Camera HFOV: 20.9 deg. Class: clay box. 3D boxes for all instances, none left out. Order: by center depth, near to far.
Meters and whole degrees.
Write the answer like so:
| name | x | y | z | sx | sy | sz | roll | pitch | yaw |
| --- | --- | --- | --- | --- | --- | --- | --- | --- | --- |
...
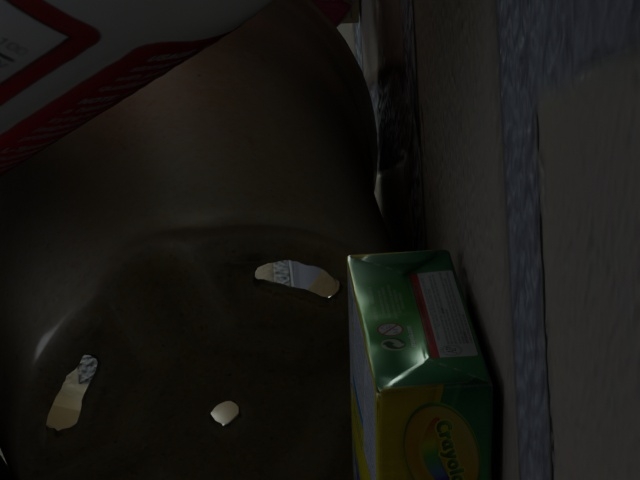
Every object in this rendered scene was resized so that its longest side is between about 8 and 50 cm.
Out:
| name | x | y | z | sx | sy | sz | roll | pitch | yaw |
| --- | --- | --- | --- | --- | --- | --- | --- | --- | --- |
| clay box | 0.044 | 0.131 | 0.780 | 0.127 | 0.053 | 0.222 | -100 | 6 | -64 |

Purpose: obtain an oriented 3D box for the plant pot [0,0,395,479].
| name | x | y | z | sx | sy | sz | roll | pitch | yaw |
| --- | --- | --- | --- | --- | --- | --- | --- | --- | --- |
| plant pot | -0.083 | 0.029 | 0.997 | 0.305 | 0.334 | 0.334 | -121 | 26 | -58 |

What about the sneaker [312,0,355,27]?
| name | x | y | z | sx | sy | sz | roll | pitch | yaw |
| --- | --- | --- | --- | --- | --- | --- | --- | --- | --- |
| sneaker | 0.001 | -0.217 | 1.141 | 0.075 | 0.063 | 0.170 | -152 | 64 | -86 |

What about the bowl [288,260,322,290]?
| name | x | y | z | sx | sy | sz | roll | pitch | yaw |
| --- | --- | --- | --- | --- | --- | --- | --- | --- | --- |
| bowl | 0.000 | 0.000 | 1.452 | 0.142 | 0.053 | 0.142 | -101 | 7 | -57 |

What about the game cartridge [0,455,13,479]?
| name | x | y | z | sx | sy | sz | roll | pitch | yaw |
| --- | --- | --- | --- | --- | --- | --- | --- | --- | --- |
| game cartridge | -0.235 | 0.091 | 0.952 | 0.355 | 0.068 | 0.230 | 44 | 162 | 44 |

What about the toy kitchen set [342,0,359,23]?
| name | x | y | z | sx | sy | sz | roll | pitch | yaw |
| --- | --- | --- | --- | --- | --- | --- | --- | --- | --- |
| toy kitchen set | -0.014 | -0.183 | 1.211 | 0.068 | 0.083 | 0.075 | -97 | 5 | -54 |

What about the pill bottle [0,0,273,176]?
| name | x | y | z | sx | sy | sz | roll | pitch | yaw |
| --- | --- | --- | --- | --- | --- | --- | --- | --- | --- |
| pill bottle | -0.146 | -0.159 | 0.763 | 0.408 | 0.229 | 0.229 | -26 | 58 | 39 |
